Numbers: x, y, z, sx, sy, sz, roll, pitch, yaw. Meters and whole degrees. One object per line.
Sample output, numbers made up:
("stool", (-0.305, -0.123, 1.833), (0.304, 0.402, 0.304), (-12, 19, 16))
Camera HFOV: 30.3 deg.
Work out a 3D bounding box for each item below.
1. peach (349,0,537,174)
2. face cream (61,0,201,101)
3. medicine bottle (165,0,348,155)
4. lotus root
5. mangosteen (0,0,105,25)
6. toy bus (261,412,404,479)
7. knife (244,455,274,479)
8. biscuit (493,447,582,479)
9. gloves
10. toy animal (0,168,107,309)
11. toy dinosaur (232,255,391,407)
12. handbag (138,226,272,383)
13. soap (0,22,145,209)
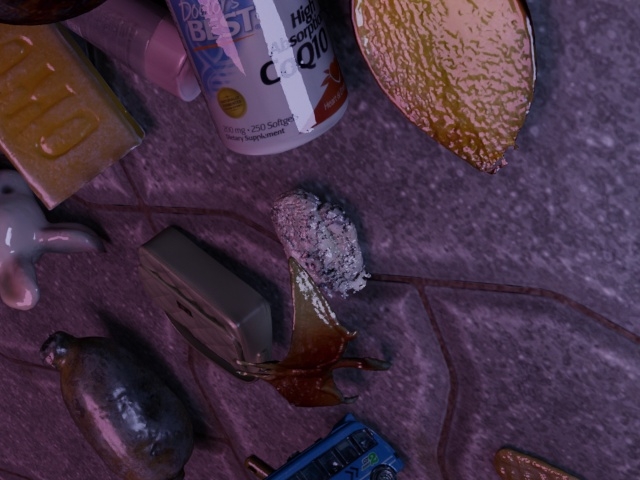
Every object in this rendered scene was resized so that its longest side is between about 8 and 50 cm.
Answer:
("peach", (0.137, -0.201, 1.190), (0.189, 0.068, 0.279), (-3, 120, 37))
("face cream", (-0.260, -0.279, 1.506), (0.269, 0.073, 0.107), (33, 147, 17))
("medicine bottle", (-0.081, -0.249, 1.283), (0.157, 0.157, 0.289), (8, 130, 41))
("lotus root", (-0.343, 0.286, 2.047), (0.349, 0.175, 0.175), (54, 144, -10))
("mangosteen", (-0.314, -0.391, 1.259), (0.330, 0.330, 0.330), (27, 140, 25))
("toy bus", (-0.003, 0.367, 1.726), (0.134, 0.246, 0.113), (53, 146, 10))
("knife", (0.008, 0.463, 1.986), (0.343, 0.027, 0.061), (33, 138, 17))
("biscuit", (0.294, 0.318, 1.566), (0.147, 0.018, 0.071), (19, 135, 31))
("gloves", (-0.003, 0.002, 1.518), (0.114, 0.070, 0.153), (3, 126, 43))
("toy animal", (-0.539, 0.002, 1.961), (0.367, 0.196, 0.241), (9, 137, 42))
("toy dinosaur", (-0.020, 0.138, 1.600), (0.206, 0.113, 0.327), (-17, 150, 20))
("handbag", (-0.173, 0.116, 1.779), (0.256, 0.079, 0.219), (35, 146, 29))
("soap", (-0.390, -0.199, 1.629), (0.274, 0.173, 0.089), (53, -178, -10))
